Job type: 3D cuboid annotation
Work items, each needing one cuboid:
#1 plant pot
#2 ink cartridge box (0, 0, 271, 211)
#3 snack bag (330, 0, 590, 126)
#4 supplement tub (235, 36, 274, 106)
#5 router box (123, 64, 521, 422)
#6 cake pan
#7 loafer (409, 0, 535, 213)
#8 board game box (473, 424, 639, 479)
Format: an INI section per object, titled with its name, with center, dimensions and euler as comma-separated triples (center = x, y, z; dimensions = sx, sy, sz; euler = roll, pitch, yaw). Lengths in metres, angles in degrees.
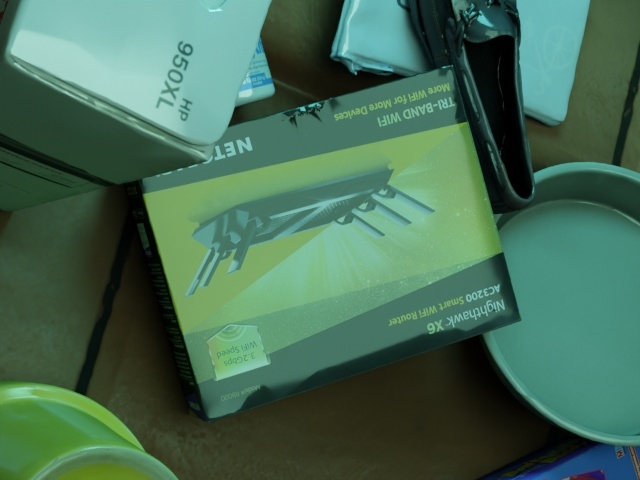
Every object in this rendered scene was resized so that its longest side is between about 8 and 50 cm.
[plant pot]
center = -0.213, 0.236, 1.332
dimensions = 0.254, 0.239, 0.254
euler = 3, 84, -31
[ink cartridge box]
center = -0.188, -0.195, 1.291
dimensions = 0.166, 0.395, 0.285
euler = 25, 74, -26
[snack bag]
center = 0.162, -0.299, 1.675
dimensions = 0.323, 0.037, 0.342
euler = 12, 88, -39
[supplement tub]
center = -0.087, -0.172, 1.535
dimensions = 0.071, 0.071, 0.107
euler = -19, 96, -30
[router box]
center = 0.000, 0.000, 1.526
dimensions = 0.309, 0.081, 0.243
euler = -17, 95, -16
[cake pan]
center = 0.276, 0.066, 1.686
dimensions = 0.293, 0.054, 0.293
euler = 7, 67, -17
[loafer]
center = 0.156, -0.172, 1.601
dimensions = 0.109, 0.095, 0.302
euler = -15, 105, -36
[board game box]
center = 0.250, 0.383, 1.676
dimensions = 0.233, 0.078, 0.347
euler = -20, 96, -30
